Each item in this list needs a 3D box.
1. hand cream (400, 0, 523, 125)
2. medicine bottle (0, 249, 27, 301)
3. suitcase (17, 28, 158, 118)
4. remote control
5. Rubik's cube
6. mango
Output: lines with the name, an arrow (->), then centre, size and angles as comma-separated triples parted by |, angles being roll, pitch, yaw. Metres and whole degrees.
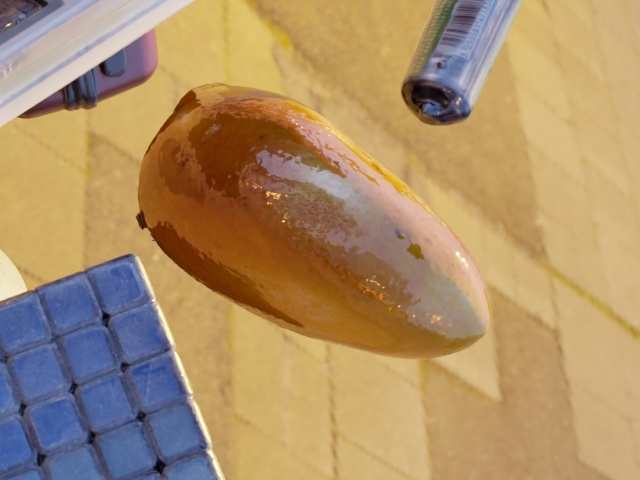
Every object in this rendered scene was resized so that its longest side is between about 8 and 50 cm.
hand cream -> 0.122, -0.182, 1.131 | 0.235, 0.086, 0.055 | -66, 150, -26
medicine bottle -> -0.460, 0.031, 1.724 | 0.179, 0.124, 0.324 | 56, -1, 18
suitcase -> -0.259, -0.278, 1.310 | 0.236, 0.161, 0.297 | 53, -25, 42
remote control -> -0.161, -0.162, 0.933 | 0.277, 0.103, 0.055 | -39, 146, -30
Rubik's cube -> -0.230, 0.178, 1.289 | 0.237, 0.237, 0.238 | 65, -14, 12
mango -> 0.000, 0.000, 1.012 | 0.138, 0.257, 0.187 | -48, 141, -23
